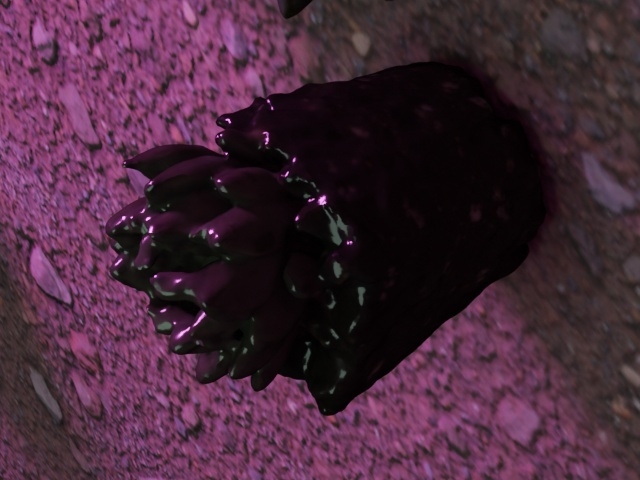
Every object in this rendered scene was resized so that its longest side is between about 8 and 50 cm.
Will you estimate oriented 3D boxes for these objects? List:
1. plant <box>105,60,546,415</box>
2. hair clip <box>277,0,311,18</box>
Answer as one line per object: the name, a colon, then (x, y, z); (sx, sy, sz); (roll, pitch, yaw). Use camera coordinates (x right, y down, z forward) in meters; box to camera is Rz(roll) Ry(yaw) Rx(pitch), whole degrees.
plant: (0.000, 0.000, 0.911); (0.129, 0.194, 0.132); (50, 151, 31)
hair clip: (-0.008, -0.222, 0.850); (0.106, 0.085, 0.292); (-80, -13, -55)
